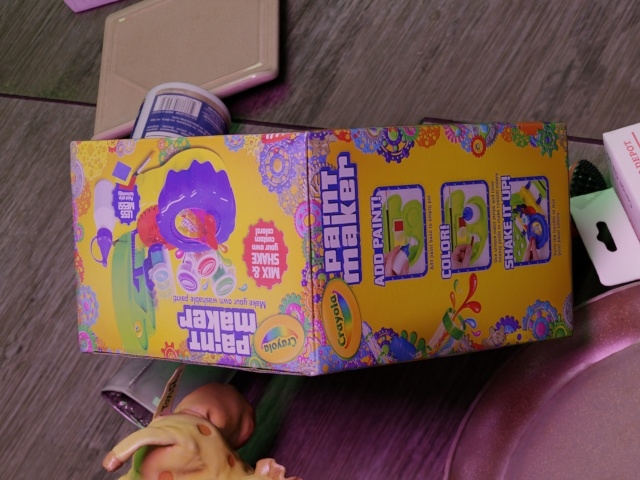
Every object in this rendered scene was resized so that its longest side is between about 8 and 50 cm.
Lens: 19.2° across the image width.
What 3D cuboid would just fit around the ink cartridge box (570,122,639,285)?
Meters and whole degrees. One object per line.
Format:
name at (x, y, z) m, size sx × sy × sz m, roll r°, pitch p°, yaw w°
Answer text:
ink cartridge box at (0.303, -0.046, 1.521) m, size 0.198 × 0.067 × 0.115 m, roll -18°, pitch 43°, yaw 0°

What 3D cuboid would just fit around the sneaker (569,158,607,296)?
sneaker at (0.186, 0.004, 1.607) m, size 0.075 × 0.057 × 0.161 m, roll -11°, pitch 47°, yaw 49°

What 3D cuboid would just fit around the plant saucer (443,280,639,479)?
plant saucer at (0.236, 0.159, 1.406) m, size 0.310 × 0.050 × 0.310 m, roll -24°, pitch 38°, yaw 20°

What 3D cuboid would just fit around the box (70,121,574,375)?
box at (0.000, 0.000, 1.493) m, size 0.290 × 0.279 × 0.177 m, roll 1°, pitch 95°, yaw 47°

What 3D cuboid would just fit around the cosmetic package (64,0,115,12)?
cosmetic package at (-0.197, -0.351, 2.160) m, size 0.231 × 0.085 × 0.117 m, roll -14°, pitch 47°, yaw 25°

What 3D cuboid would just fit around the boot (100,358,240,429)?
boot at (-0.119, 0.076, 1.716) m, size 0.208 × 0.076 × 0.189 m, roll -49°, pitch 40°, yaw -15°

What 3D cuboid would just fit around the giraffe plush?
giraffe plush at (-0.071, 0.213, 1.517) m, size 0.170 × 0.210 × 0.181 m, roll 37°, pitch 54°, yaw 14°

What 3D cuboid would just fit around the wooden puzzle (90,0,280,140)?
wooden puzzle at (-0.138, -0.204, 2.022) m, size 0.221 × 0.044 × 0.238 m, roll -19°, pitch 40°, yaw 19°

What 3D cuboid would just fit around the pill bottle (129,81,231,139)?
pill bottle at (-0.151, -0.065, 1.858) m, size 0.094 × 0.094 × 0.169 m, roll -8°, pitch 49°, yaw 29°
